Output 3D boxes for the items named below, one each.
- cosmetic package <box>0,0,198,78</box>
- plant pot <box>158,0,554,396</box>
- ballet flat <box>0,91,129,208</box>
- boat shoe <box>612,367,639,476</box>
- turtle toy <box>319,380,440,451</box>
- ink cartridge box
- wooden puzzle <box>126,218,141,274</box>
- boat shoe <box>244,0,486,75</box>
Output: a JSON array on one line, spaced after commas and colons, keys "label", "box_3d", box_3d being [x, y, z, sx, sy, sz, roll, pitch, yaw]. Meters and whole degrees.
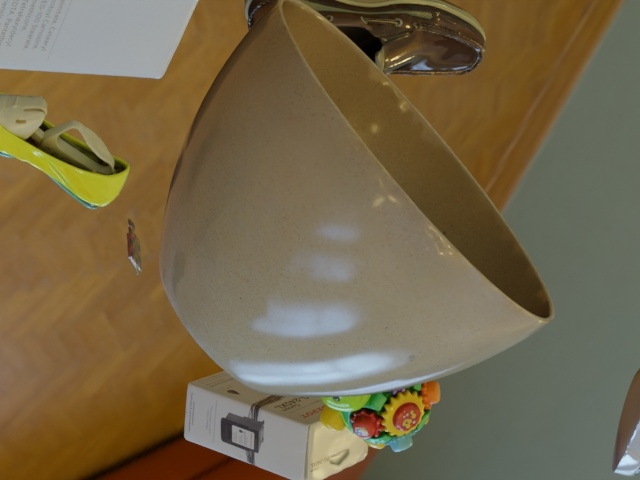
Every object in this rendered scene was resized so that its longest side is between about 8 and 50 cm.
[{"label": "cosmetic package", "box_3d": [-0.378, -0.448, 1.554, 0.393, 0.329, 0.327, -2, 138, -38]}, {"label": "plant pot", "box_3d": [0.000, 0.000, 0.819, 0.191, 0.284, 0.284, -40, 163, 16]}, {"label": "ballet flat", "box_3d": [-0.314, -0.119, 1.318, 0.231, 0.077, 0.077, 34, 123, -30]}, {"label": "boat shoe", "box_3d": [0.398, 0.161, 1.247, 0.113, 0.105, 0.306, -67, 172, -48]}, {"label": "turtle toy", "box_3d": [0.046, 0.129, 0.969, 0.130, 0.066, 0.095, 27, 96, -34]}, {"label": "ink cartridge box", "box_3d": [-0.040, 0.173, 1.135, 0.109, 0.150, 0.063, -12, 111, -54]}, {"label": "wooden puzzle", "box_3d": [-0.272, 0.012, 1.706, 0.006, 0.083, 0.049, -11, 152, 4]}, {"label": "boat shoe", "box_3d": [0.049, -0.190, 1.158, 0.257, 0.095, 0.095, 6, 141, -18]}]
